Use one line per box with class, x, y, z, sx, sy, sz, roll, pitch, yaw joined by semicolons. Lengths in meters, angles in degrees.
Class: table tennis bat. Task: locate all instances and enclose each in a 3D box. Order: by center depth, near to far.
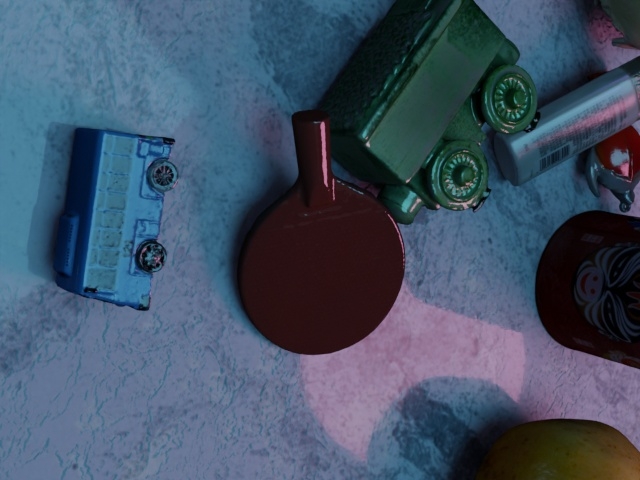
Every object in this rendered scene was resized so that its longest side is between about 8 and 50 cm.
table tennis bat;0.000;0.000;1.410;0.200;0.038;0.310;-11;119;-12

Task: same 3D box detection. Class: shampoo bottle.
shampoo bottle;0.334;-0.155;1.596;0.227;0.056;0.086;-29;136;-8

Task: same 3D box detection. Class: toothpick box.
toothpick box;0.461;0.078;1.581;0.204;0.333;0.204;-6;102;-31

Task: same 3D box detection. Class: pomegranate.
pomegranate;0.322;0.357;1.590;0.264;0.264;0.264;-5;101;-31

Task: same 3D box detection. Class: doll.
doll;0.399;-0.133;1.673;0.104;0.062;0.195;-18;99;-46

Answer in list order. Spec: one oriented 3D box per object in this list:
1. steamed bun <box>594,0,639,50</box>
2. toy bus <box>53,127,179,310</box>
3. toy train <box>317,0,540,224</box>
steamed bun;0.500;-0.390;1.592;0.333;0.233;0.312;-6;100;-35
toy bus;-0.219;-0.023;1.296;0.106;0.090;0.185;7;92;-31
toy train;0.132;-0.156;1.456;0.202;0.145;0.266;41;76;-26
